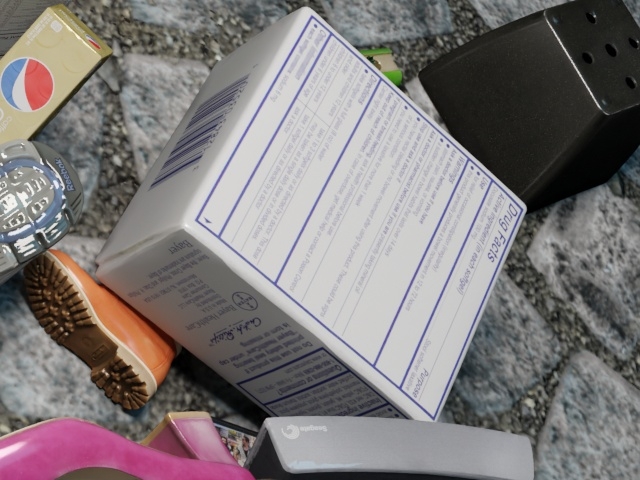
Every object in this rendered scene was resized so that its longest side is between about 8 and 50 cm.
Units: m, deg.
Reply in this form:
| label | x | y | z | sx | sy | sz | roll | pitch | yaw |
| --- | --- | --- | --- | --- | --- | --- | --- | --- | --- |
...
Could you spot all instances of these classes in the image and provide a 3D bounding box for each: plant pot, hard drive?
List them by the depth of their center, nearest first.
| label | x | y | z | sx | sy | sz | roll | pitch | yaw |
| --- | --- | --- | --- | --- | --- | --- | --- | --- | --- |
| hard drive | 0.046 | 0.224 | 1.494 | 0.255 | 0.172 | 0.054 | 8 | 32 | -30 |
| plant pot | 0.252 | -0.156 | 1.908 | 0.187 | 0.167 | 0.188 | -20 | 78 | -41 |

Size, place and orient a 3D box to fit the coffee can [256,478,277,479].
| label | x | y | z | sx | sy | sz | roll | pitch | yaw |
| --- | --- | --- | --- | --- | --- | --- | --- | --- | --- |
| coffee can | -0.024 | 0.345 | 1.356 | 0.275 | 0.201 | 0.201 | 52 | 46 | -11 |

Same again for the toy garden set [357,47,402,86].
| label | x | y | z | sx | sy | sz | roll | pitch | yaw |
| --- | --- | --- | --- | --- | --- | --- | --- | --- | --- |
| toy garden set | 0.041 | -0.083 | 1.791 | 0.204 | 0.049 | 0.244 | -10 | 70 | -39 |

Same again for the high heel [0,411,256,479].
| label | x | y | z | sx | sy | sz | roll | pitch | yaw |
| --- | --- | --- | --- | --- | --- | --- | --- | --- | --- |
| high heel | -0.136 | 0.179 | 1.166 | 0.244 | 0.082 | 0.117 | 1 | 51 | -49 |

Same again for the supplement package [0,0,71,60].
| label | x | y | z | sx | sy | sz | roll | pitch | yaw |
| --- | --- | --- | --- | --- | --- | --- | --- | --- | --- |
| supplement package | -0.317 | -0.258 | 1.537 | 0.149 | 0.203 | 0.194 | -8 | 68 | -38 |

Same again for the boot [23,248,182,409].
| label | x | y | z | sx | sy | sz | roll | pitch | yaw |
| --- | --- | --- | --- | --- | --- | --- | --- | --- | --- |
| boot | -0.183 | 0.060 | 1.545 | 0.158 | 0.059 | 0.084 | 51 | 43 | -10 |

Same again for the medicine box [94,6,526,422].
| label | x | y | z | sx | sy | sz | roll | pitch | yaw |
| --- | --- | --- | --- | --- | --- | --- | --- | --- | --- |
| medicine box | 0.000 | 0.000 | 1.579 | 0.289 | 0.149 | 0.263 | 41 | 53 | -19 |

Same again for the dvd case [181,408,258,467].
| label | x | y | z | sx | sy | sz | roll | pitch | yaw |
| --- | --- | --- | --- | --- | --- | --- | --- | --- | --- |
| dvd case | -0.053 | 0.279 | 1.525 | 0.180 | 0.022 | 0.253 | 22 | 53 | -23 |

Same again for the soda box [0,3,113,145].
| label | x | y | z | sx | sy | sz | roll | pitch | yaw |
| --- | --- | --- | --- | --- | --- | --- | --- | --- | --- |
| soda box | -0.256 | -0.109 | 1.508 | 0.061 | 0.181 | 0.058 | 43 | 10 | -5 |

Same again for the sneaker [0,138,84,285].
| label | x | y | z | sx | sy | sz | roll | pitch | yaw |
| --- | --- | --- | --- | --- | --- | --- | --- | --- | --- |
| sneaker | -0.316 | 0.038 | 1.428 | 0.297 | 0.129 | 0.111 | -33 | 87 | -24 |
